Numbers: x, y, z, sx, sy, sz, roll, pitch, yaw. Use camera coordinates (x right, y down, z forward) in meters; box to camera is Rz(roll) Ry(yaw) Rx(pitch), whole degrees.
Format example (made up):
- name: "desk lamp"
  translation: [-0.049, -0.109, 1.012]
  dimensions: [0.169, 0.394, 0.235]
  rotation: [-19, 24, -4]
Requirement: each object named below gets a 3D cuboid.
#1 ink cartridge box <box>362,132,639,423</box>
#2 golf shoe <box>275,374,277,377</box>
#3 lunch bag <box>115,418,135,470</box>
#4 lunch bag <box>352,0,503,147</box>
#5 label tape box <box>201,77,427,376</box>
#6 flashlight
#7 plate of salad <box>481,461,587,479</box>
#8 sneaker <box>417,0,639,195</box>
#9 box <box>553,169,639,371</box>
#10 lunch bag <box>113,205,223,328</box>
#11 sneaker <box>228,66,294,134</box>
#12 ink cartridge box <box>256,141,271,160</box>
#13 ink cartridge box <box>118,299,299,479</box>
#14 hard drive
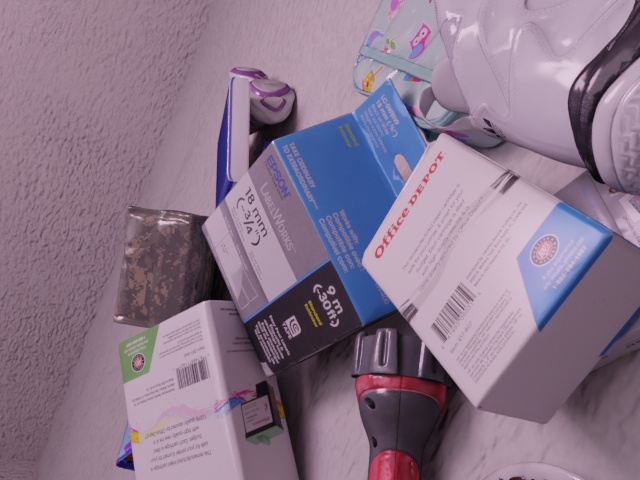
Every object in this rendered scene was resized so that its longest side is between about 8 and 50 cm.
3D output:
- name: "ink cartridge box"
  translation: [0.138, 0.020, 0.446]
  dimensions: [0.148, 0.085, 0.203]
  rotation: [-59, 31, 16]
- name: "golf shoe"
  translation: [-0.103, 0.282, 0.836]
  dimensions: [0.094, 0.077, 0.198]
  rotation: [32, 102, 41]
- name: "lunch bag"
  translation: [-0.220, 0.255, 0.982]
  dimensions: [0.293, 0.138, 0.221]
  rotation: [-51, 22, 17]
- name: "lunch bag"
  translation: [0.152, -0.237, 0.644]
  dimensions: [0.224, 0.107, 0.279]
  rotation: [-62, 29, 15]
- name: "label tape box"
  translation: [0.000, 0.000, 0.667]
  dimensions: [0.333, 0.105, 0.241]
  rotation: [-39, 72, 46]
- name: "flashlight"
  translation: [0.069, 0.241, 0.508]
  dimensions: [0.103, 0.103, 0.304]
  rotation: [-23, 53, 51]
- name: "plate of salad"
  translation: [0.156, 0.268, 0.393]
  dimensions: [0.200, 0.048, 0.200]
  rotation: [-39, 42, 46]
- name: "sneaker"
  translation: [0.216, -0.221, 0.406]
  dimensions: [0.210, 0.137, 0.366]
  rotation: [22, 84, 42]
- name: "box"
  translation: [0.238, 0.003, 0.419]
  dimensions: [0.186, 0.038, 0.145]
  rotation: [-45, 37, 38]
- name: "lunch bag"
  translation: [-0.294, 0.056, 1.155]
  dimensions: [0.287, 0.168, 0.236]
  rotation: [-7, -74, -83]
- name: "sneaker"
  translation: [-0.139, -0.299, 1.234]
  dimensions: [0.305, 0.114, 0.152]
  rotation: [-127, 40, -56]
- name: "ink cartridge box"
  translation: [-0.089, -0.075, 1.028]
  dimensions: [0.186, 0.065, 0.311]
  rotation: [-64, 27, 12]
- name: "ink cartridge box"
  translation: [-0.163, 0.249, 0.762]
  dimensions: [0.201, 0.117, 0.278]
  rotation: [-27, 68, 29]
- name: "hard drive"
  translation: [-0.194, -0.180, 1.164]
  dimensions: [0.318, 0.040, 0.210]
  rotation: [143, 128, -71]
